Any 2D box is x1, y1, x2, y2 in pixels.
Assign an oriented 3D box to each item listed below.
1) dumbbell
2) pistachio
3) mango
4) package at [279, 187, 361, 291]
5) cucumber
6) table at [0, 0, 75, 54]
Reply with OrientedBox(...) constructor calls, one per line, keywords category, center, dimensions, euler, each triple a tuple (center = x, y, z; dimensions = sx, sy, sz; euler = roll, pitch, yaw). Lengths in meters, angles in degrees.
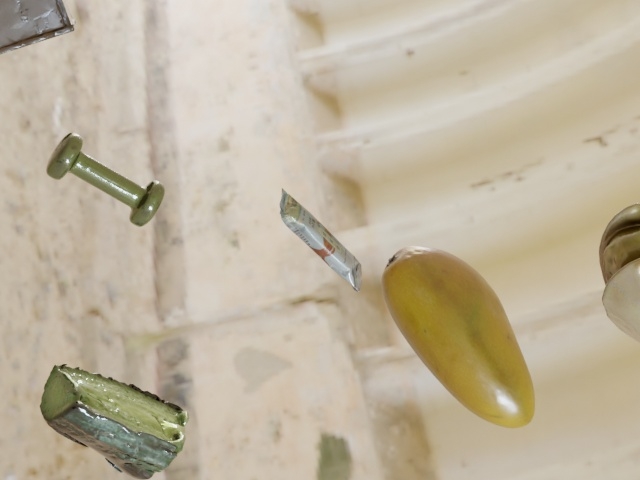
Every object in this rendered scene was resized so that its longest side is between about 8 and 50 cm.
OrientedBox(category="dumbbell", center=(-0.213, -0.060, 1.243), dimensions=(0.052, 0.118, 0.046), euler=(-38, -152, 45))
OrientedBox(category="pistachio", center=(0.343, 0.050, 1.174), dimensions=(0.215, 0.144, 0.144), euler=(32, 29, -30))
OrientedBox(category="mango", center=(0.170, 0.111, 1.470), dimensions=(0.253, 0.113, 0.138), euler=(54, 24, 15))
OrientedBox(category="package", center=(0.000, 0.000, 1.072), dimensions=(0.110, 0.015, 0.037), euler=(43, 29, -27))
OrientedBox(category="cucumber", center=(-0.221, 0.207, 1.371), dimensions=(0.193, 0.086, 0.115), euler=(39, 9, -40))
OrientedBox(category="table", center=(-0.428, -0.341, 1.606), dimensions=(0.172, 0.169, 0.193), euler=(-131, -157, -74))
